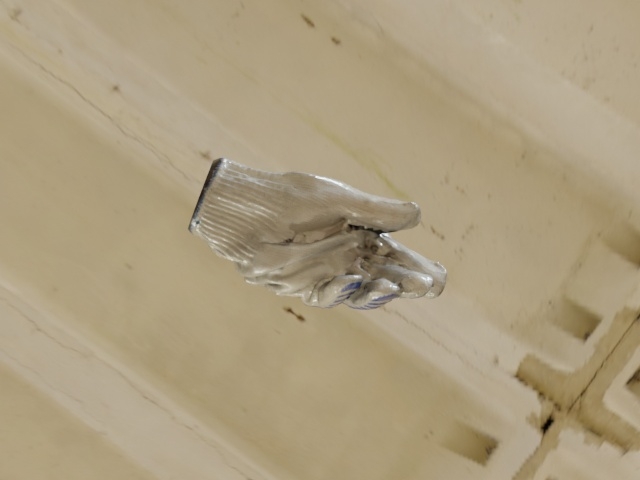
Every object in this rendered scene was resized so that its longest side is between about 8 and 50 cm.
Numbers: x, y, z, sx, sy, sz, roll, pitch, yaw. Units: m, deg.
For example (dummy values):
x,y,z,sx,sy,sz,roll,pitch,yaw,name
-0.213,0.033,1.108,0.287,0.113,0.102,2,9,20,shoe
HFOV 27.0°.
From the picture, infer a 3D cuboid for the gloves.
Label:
x,y,z,sx,sy,sz,roll,pitch,yaw,name
-0.002,-0.001,1.129,0.229,0.097,0.119,23,-84,15,gloves
